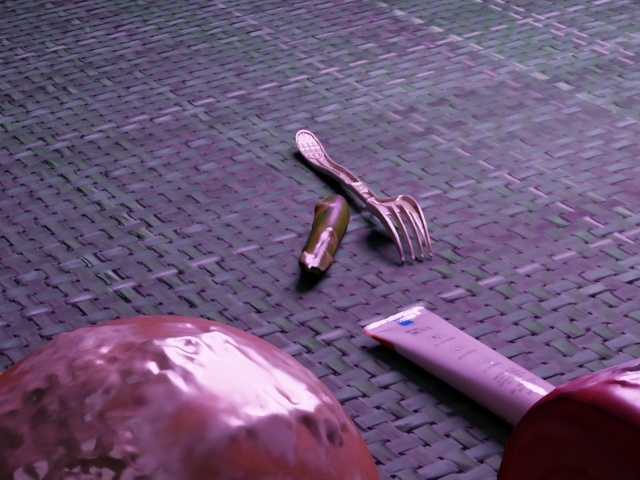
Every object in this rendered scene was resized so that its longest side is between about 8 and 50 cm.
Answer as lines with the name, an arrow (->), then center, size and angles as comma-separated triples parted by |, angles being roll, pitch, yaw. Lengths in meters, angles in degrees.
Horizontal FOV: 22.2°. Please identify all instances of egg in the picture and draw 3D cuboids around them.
egg -> -0.066, 0.127, 0.664 | 0.203, 0.203, 0.245 | -1, 19, 4

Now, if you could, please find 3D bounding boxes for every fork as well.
fork -> 0.028, -0.042, 1.190 | 0.034, 0.028, 0.219 | -14, 29, -16

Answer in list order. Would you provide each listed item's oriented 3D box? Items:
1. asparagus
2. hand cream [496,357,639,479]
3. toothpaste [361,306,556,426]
asparagus -> 0.001, 0.000, 1.115 | 0.025, 0.021, 0.108 | -1, 26, 12
hand cream -> 0.170, 0.142, 0.590 | 0.149, 0.230, 0.230 | -15, 29, -19
toothpaste -> 0.095, 0.079, 0.941 | 0.048, 0.031, 0.190 | -20, 28, -26
